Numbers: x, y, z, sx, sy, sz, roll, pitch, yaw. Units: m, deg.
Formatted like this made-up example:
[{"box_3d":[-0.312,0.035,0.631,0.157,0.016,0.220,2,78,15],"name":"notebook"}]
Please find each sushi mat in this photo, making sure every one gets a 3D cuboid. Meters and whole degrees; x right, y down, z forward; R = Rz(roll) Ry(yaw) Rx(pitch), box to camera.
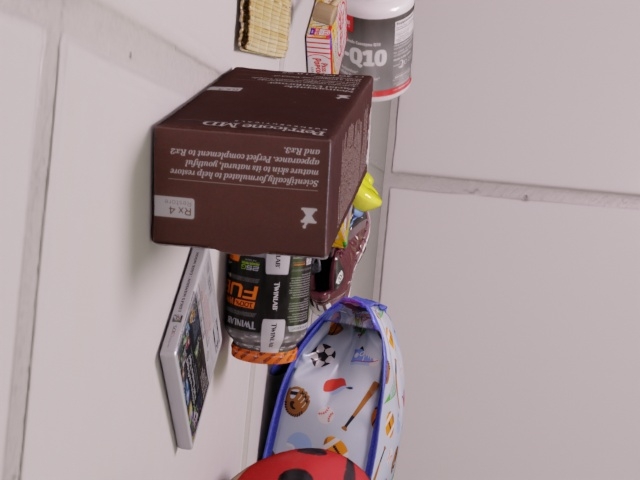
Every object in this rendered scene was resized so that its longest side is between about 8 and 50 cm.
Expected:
[{"box_3d":[-0.074,-0.336,1.741,0.316,0.019,0.151,-39,133,-80],"name":"sushi mat"}]

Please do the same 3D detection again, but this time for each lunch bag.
[{"box_3d":[0.035,0.291,2.211,0.328,0.239,0.385,25,78,-80],"name":"lunch bag"}]

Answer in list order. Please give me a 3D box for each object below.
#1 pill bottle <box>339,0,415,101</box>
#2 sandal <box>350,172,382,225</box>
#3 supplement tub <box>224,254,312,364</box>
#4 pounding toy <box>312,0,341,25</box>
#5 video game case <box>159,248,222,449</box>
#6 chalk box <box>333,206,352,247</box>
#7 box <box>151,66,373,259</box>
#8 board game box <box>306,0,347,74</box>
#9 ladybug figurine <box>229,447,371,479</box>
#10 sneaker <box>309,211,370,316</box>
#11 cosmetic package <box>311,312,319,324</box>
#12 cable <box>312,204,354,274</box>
[{"box_3d":[0.107,-0.435,2.473,0.161,0.161,0.283,-75,168,-49],"name":"pill bottle"},{"box_3d":[0.027,-0.096,2.386,0.138,0.126,0.317,-46,-170,11],"name":"sandal"},{"box_3d":[-0.071,0.067,1.693,0.117,0.117,0.190,-41,136,-79],"name":"supplement tub"},{"box_3d":[0.003,-0.454,1.996,0.181,0.094,0.206,82,24,-78],"name":"pounding toy"},{"box_3d":[-0.154,0.128,1.488,0.190,0.022,0.173,88,10,-47],"name":"video game case"},{"box_3d":[-0.013,-0.112,1.932,0.132,0.132,0.213,73,25,-70],"name":"chalk box"},{"box_3d":[-0.055,-0.103,1.437,0.381,0.191,0.143,-66,160,-69],"name":"box"},{"box_3d":[0.013,-0.372,2.253,0.147,0.045,0.193,87,11,-47],"name":"board game box"},{"box_3d":[-0.009,0.434,1.687,0.162,0.305,0.449,-54,-164,25],"name":"ladybug figurine"},{"box_3d":[0.032,0.004,2.460,0.162,0.106,0.281,66,31,-69],"name":"sneaker"},{"box_3d":[0.021,0.129,2.614,0.099,0.060,0.239,36,60,-82],"name":"cosmetic package"},{"box_3d":[0.000,0.000,2.178,0.150,0.047,0.184,-48,-165,52],"name":"cable"}]
